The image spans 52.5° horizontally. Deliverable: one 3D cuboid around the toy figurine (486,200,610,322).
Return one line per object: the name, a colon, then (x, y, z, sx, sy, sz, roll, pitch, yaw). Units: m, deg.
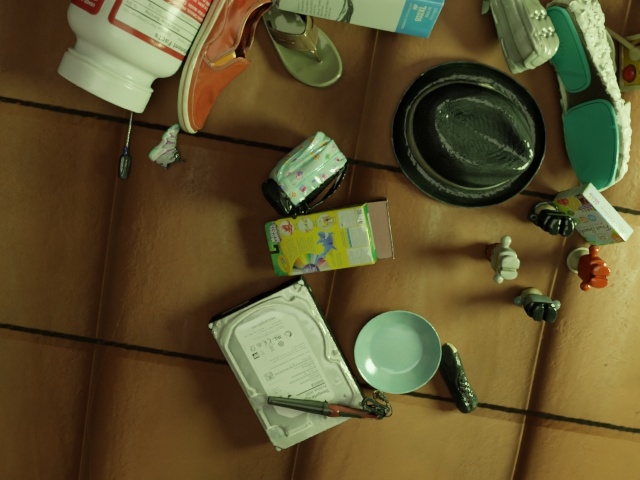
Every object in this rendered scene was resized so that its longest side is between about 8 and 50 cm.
toy figurine: (0.474, 0.046, 1.377, 0.209, 0.148, 0.213, -41, 100, 12)

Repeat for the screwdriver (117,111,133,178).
screwdriver: (-0.414, -0.215, 1.383, 0.025, 0.024, 0.169, 8, 94, 27)

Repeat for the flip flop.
flip flop: (-0.054, -0.434, 1.313, 0.112, 0.080, 0.277, -28, 99, 4)

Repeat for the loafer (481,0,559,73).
loafer: (0.363, -0.490, 1.291, 0.111, 0.112, 0.319, -24, 83, 47)

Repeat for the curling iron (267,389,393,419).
curling iron: (0.022, 0.355, 1.414, 0.274, 0.035, 0.068, 4, 97, -2)

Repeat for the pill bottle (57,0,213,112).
pill bottle: (-0.332, -0.463, 1.231, 0.229, 0.229, 0.407, 28, 99, -5)

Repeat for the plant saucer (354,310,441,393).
plant saucer: (0.172, 0.247, 1.458, 0.195, 0.037, 0.194, 0, 99, -1)

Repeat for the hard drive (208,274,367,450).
hard drive: (-0.069, 0.276, 1.449, 0.237, 0.064, 0.338, -25, 100, 4)

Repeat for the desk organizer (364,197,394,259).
desk organizer: (0.126, -0.024, 1.405, 0.050, 0.047, 0.130, -7, 100, 3)

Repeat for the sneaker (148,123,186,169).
sneaker: (-0.311, -0.194, 1.378, 0.069, 0.038, 0.098, 38, 107, -8)

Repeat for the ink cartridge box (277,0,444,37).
ink cartridge box: (0.086, -0.542, 1.240, 0.308, 0.129, 0.223, 10, 80, -2)

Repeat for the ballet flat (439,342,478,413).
ballet flat: (0.311, 0.310, 1.474, 0.057, 0.049, 0.173, -11, 102, 45)

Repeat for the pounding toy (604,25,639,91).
pounding toy: (0.652, -0.377, 1.313, 0.100, 0.130, 0.141, -8, 100, -11)

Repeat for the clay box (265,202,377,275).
clay box: (0.000, 0.000, 1.388, 0.222, 0.053, 0.127, -8, 100, 17)

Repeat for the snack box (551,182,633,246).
snack box: (0.574, -0.052, 1.374, 0.141, 0.100, 0.037, 45, 73, -8)

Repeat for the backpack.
backpack: (-0.031, -0.136, 1.337, 0.182, 0.152, 0.115, -41, 107, -6)

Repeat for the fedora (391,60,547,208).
fedora: (0.315, -0.211, 1.319, 0.334, 0.152, 0.333, 0, 100, 0)

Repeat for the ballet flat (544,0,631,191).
ballet flat: (0.566, -0.306, 1.322, 0.147, 0.147, 0.408, -17, 100, 3)

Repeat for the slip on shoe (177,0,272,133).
slip on shoe: (-0.196, -0.361, 1.293, 0.101, 0.123, 0.331, 28, 104, 2)
